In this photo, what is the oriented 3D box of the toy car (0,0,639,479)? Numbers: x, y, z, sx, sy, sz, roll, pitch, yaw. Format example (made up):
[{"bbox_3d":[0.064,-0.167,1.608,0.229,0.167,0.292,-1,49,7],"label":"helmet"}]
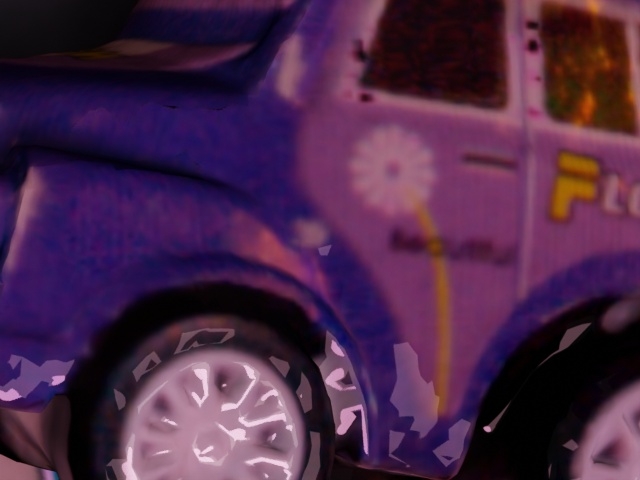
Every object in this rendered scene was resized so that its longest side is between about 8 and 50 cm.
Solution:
[{"bbox_3d":[0.000,0.000,0.482,0.235,0.172,0.158,9,86,-25],"label":"toy car"}]
